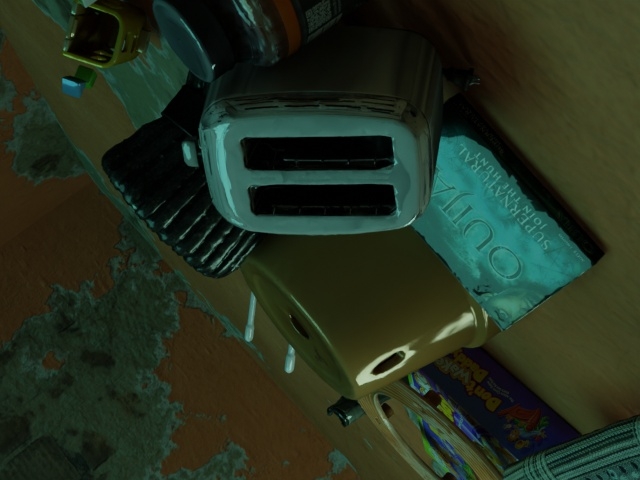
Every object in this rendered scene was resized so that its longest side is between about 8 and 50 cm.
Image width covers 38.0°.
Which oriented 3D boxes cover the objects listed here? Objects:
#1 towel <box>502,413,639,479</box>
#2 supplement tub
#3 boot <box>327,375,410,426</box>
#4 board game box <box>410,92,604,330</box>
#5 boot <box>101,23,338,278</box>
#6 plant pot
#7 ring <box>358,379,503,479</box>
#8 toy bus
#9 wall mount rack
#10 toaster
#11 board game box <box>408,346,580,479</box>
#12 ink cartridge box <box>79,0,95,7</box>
[{"bbox_3d":[0.350,0.310,0.861,0.324,0.056,0.312,51,144,3],"label":"towel"},{"bbox_3d":[-0.023,-0.198,0.676,0.106,0.198,0.106,47,164,18],"label":"supplement tub"},{"bbox_3d":[0.090,0.230,1.442,0.083,0.161,0.246,49,165,10],"label":"boot"},{"bbox_3d":[0.143,-0.022,0.827,0.186,0.026,0.126,49,135,7],"label":"board game box"},{"bbox_3d":[-0.113,-0.156,0.870,0.348,0.260,0.131,53,-170,-10],"label":"boot"},{"bbox_3d":[0.049,0.033,1.008,0.291,0.203,0.291,47,164,18],"label":"plant pot"},{"bbox_3d":[0.161,0.280,1.261,0.336,0.032,0.336,43,164,16],"label":"ring"},{"bbox_3d":[-0.319,-0.325,1.444,0.104,0.202,0.191,20,154,2],"label":"toy bus"},{"bbox_3d":[-0.131,0.081,1.821,0.304,0.130,0.350,58,165,-25],"label":"wall mount rack"},{"bbox_3d":[0.010,-0.085,0.729,0.146,0.227,0.129,-77,-14,-54],"label":"toaster"},{"bbox_3d":[0.237,0.282,1.289,0.233,0.078,0.347,42,163,32],"label":"board game box"},{"bbox_3d":[-0.292,-0.400,1.182,0.062,0.109,0.209,48,165,11],"label":"ink cartridge box"}]
